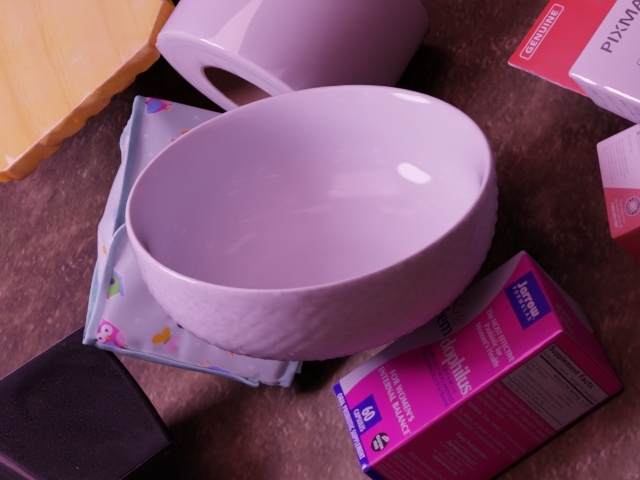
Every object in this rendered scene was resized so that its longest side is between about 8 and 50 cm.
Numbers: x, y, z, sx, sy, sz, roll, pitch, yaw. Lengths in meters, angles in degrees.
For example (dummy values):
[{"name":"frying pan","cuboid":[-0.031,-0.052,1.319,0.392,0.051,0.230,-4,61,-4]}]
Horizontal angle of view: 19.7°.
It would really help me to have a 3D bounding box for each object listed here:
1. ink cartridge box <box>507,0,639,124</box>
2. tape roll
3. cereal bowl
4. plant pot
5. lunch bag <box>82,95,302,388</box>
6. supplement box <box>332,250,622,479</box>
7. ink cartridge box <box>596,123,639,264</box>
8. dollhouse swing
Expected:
[{"name":"ink cartridge box","cuboid":[0.323,-0.253,1.672,0.261,0.066,0.296,31,85,45]},{"name":"tape roll","cuboid":[-0.029,-0.216,1.950,0.246,0.246,0.169,18,74,48]},{"name":"cereal bowl","cuboid":[0.000,0.000,1.678,0.339,0.141,0.339,-9,34,6]},{"name":"plant pot","cuboid":[-0.236,0.232,1.817,0.167,0.187,0.188,31,50,33]},{"name":"lunch bag","cuboid":[-0.113,0.010,1.857,0.160,0.223,0.262,124,157,-61]},{"name":"supplement box","cuboid":[0.137,0.130,1.636,0.220,0.114,0.111,-36,41,13]},{"name":"ink cartridge box","cuboid":[0.351,-0.069,1.629,0.198,0.067,0.115,-26,46,28]},{"name":"dollhouse swing","cuboid":[-0.263,-0.213,2.186,0.347,0.315,0.305,-40,62,12]}]
